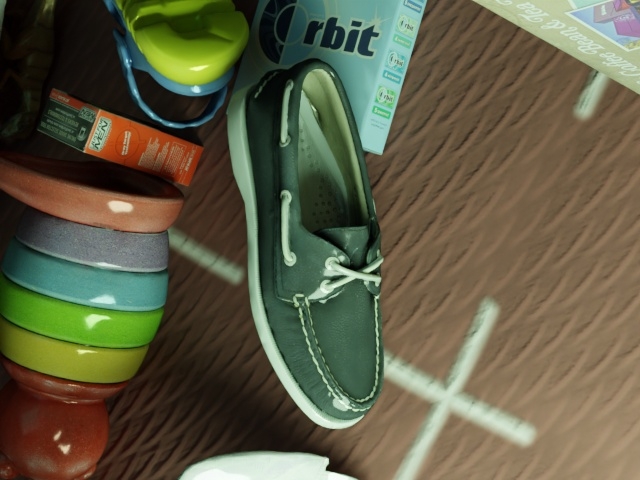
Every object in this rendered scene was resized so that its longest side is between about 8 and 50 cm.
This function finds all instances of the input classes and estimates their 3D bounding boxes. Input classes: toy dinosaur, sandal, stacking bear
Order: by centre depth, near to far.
[{"bbox_3d":[-0.229,0.081,1.517,0.164,0.175,0.289,22,103,45],"label":"stacking bear"},{"bbox_3d":[-0.160,-0.221,1.555,0.138,0.126,0.317,96,159,-47],"label":"sandal"},{"bbox_3d":[-0.292,-0.209,1.693,0.112,0.064,0.211,20,102,26],"label":"toy dinosaur"}]

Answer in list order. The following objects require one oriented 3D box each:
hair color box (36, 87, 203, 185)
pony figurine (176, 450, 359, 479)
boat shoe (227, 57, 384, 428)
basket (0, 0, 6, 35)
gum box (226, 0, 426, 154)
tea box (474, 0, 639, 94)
[{"bbox_3d":[-0.182,-0.094,1.520,0.072,0.141,0.043,25,95,38],"label":"hair color box"},{"bbox_3d":[-0.162,0.308,1.327,0.363,0.351,0.303,-13,68,54],"label":"pony figurine"},{"bbox_3d":[0.000,0.000,1.358,0.091,0.114,0.302,-24,80,44],"label":"boat shoe"},{"bbox_3d":[-0.531,-0.155,1.680,0.331,0.266,0.328,28,111,38],"label":"basket"},{"bbox_3d":[0.010,-0.181,1.460,0.157,0.041,0.184,16,90,38],"label":"gum box"},{"bbox_3d":[0.228,-0.308,1.143,0.220,0.329,0.323,-15,72,33],"label":"tea box"}]
